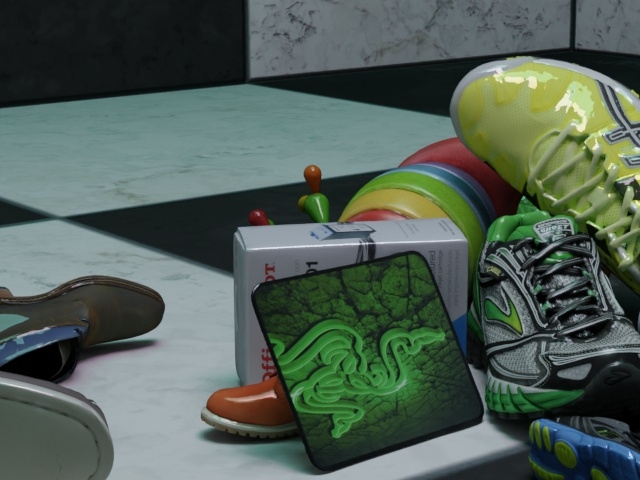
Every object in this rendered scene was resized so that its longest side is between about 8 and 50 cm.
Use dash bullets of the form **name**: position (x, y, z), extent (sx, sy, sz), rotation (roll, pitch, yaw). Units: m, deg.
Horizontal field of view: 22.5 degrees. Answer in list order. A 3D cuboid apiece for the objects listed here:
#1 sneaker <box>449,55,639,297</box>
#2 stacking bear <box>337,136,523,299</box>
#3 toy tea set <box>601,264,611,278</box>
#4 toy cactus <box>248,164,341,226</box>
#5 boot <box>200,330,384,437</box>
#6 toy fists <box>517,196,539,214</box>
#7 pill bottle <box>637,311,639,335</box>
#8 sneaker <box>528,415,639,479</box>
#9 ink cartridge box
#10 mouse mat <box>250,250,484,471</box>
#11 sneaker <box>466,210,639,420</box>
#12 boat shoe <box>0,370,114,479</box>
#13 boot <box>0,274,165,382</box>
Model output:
- **sneaker**: position (0.288, -0.042, 1.489), extent (0.385, 0.145, 0.147), rotation (34, 19, 5)
- **stacking bear**: position (0.082, 0.017, 1.552), extent (0.164, 0.175, 0.289), rotation (8, 22, 24)
- **toy tea set**: position (0.375, -0.024, 1.626), extent (0.336, 0.200, 0.124), rotation (0, 18, 24)
- **toy cactus**: position (0.000, 0.000, 1.771), extent (0.219, 0.112, 0.180), rotation (16, 29, 27)
- **boot**: position (-0.019, 0.111, 1.281), extent (0.158, 0.084, 0.059), rotation (-5, 15, -13)
- **toy fists**: position (0.177, -0.035, 1.895), extent (0.142, 0.096, 0.279), rotation (-1, 14, 0)
- **pill bottle**: position (0.348, 0.087, 1.326), extent (0.103, 0.103, 0.184), rotation (-7, 14, -26)
- **sneaker**: position (0.213, 0.156, 1.107), extent (0.078, 0.067, 0.188), rotation (-11, 13, -19)
- **ink cartridge box**: position (0.025, 0.059, 1.378), extent (0.191, 0.139, 0.082), rotation (-3, 15, -10)
- **mouse mat**: position (0.041, 0.090, 1.259), extent (0.190, 0.152, 0.007), rotation (-12, -14, -39)
- **sneaker**: position (0.189, 0.060, 1.355), extent (0.134, 0.146, 0.343), rotation (-3, 13, -10)
- **boat shoe**: position (-0.300, 0.136, 1.112), extent (0.324, 0.116, 0.097), rotation (-6, 16, 3)
- **boot**: position (-0.226, 0.092, 1.448), extent (0.219, 0.082, 0.106), rotation (-3, 34, -31)
